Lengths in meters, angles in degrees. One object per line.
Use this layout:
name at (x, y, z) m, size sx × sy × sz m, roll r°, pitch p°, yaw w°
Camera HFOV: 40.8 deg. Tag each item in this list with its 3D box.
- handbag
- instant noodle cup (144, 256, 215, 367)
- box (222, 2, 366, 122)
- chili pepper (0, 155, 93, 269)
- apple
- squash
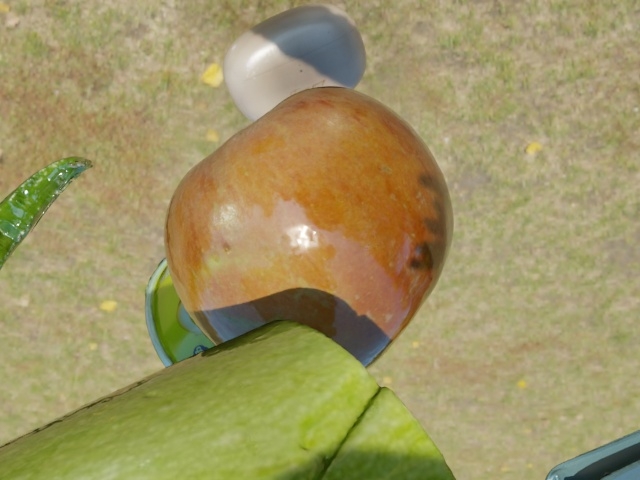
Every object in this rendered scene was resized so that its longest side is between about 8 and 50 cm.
handbag at (0.402, 0.365, 1.170) m, size 0.229 × 0.179 × 0.062 m, roll -13°, pitch -158°, yaw -26°
instant noodle cup at (-0.033, 0.049, 1.044) m, size 0.312 × 0.311 × 0.221 m, roll 15°, pitch 133°, yaw -23°
box at (-0.035, -0.244, 1.197) m, size 0.200 × 0.088 × 0.145 m, roll -25°, pitch 117°, yaw -3°
chili pepper at (-0.403, 0.035, 1.025) m, size 0.076 × 0.359 × 0.085 m, roll 33°, pitch 168°, yaw -7°
apple at (0.000, 0.000, 0.737) m, size 0.254 × 0.253 × 0.253 m, roll 1°, pitch 152°, yaw 1°
squash at (-0.110, 0.191, 0.469) m, size 0.309 × 0.210 × 0.233 m, roll -28°, pitch 159°, yaw -26°
